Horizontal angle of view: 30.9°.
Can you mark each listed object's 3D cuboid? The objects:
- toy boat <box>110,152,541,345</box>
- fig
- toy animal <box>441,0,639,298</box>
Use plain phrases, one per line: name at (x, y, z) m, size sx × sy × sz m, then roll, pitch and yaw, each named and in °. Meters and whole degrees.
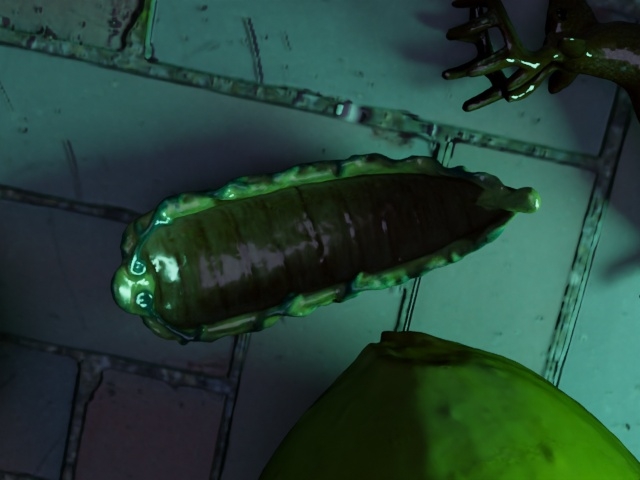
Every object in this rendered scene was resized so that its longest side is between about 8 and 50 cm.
toy boat at (0.005, -0.004, 0.780) m, size 0.292 × 0.099 × 0.109 m, roll -13°, pitch 102°, yaw 15°
fig at (0.086, 0.233, 0.725) m, size 0.343 × 0.343 × 0.343 m, roll 1°, pitch 104°, yaw 4°
toy animal at (0.227, -0.080, 0.748) m, size 0.260 × 0.087 × 0.244 m, roll -19°, pitch 100°, yaw 6°
